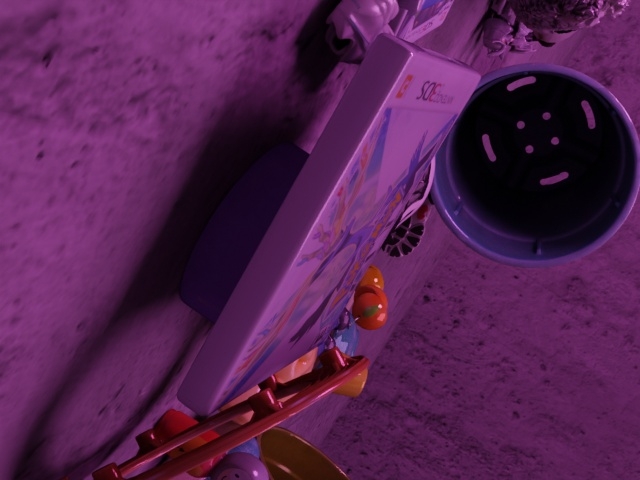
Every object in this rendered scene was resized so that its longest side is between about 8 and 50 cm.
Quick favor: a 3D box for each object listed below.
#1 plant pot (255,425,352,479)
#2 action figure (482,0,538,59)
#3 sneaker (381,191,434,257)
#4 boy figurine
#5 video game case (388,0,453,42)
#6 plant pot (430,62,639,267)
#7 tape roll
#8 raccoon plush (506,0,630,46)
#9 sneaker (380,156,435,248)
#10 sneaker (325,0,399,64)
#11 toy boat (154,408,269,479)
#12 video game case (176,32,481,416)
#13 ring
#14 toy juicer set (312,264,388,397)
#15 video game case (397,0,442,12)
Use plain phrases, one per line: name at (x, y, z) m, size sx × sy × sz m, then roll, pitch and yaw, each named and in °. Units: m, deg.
plant pot at (-0.101, 0.604, 1.845) m, size 0.353 × 0.366 × 0.366 m, roll -47°, pitch 170°, yaw 9°
action figure at (0.332, -0.371, 1.464) m, size 0.285 × 0.099 × 0.185 m, roll -48°, pitch 176°, yaw -18°
sneaker at (0.171, -0.044, 1.786) m, size 0.170 × 0.068 × 0.071 m, roll -58°, pitch 175°, yaw 8°
boy figurine at (-0.059, 0.179, 1.365) m, size 0.285 × 0.092 × 0.177 m, roll -39°, pitch 160°, yaw -54°
video game case at (0.127, -0.286, 1.009) m, size 0.173 × 0.022 × 0.190 m, roll -42°, pitch 162°, yaw -52°
plant pot at (0.382, -0.163, 1.742) m, size 0.341 × 0.341 × 0.334 m, roll -61°, pitch 176°, yaw 22°
tape roll at (-0.047, 0.005, 0.948) m, size 0.189 × 0.080 × 0.189 m, roll -52°, pitch 168°, yaw -16°
raccoon plush at (0.335, -0.462, 1.200) m, size 0.299 × 0.216 × 0.446 m, roll -26°, pitch 121°, yaw -43°
sneaker at (0.082, -0.041, 1.365) m, size 0.217 × 0.079 × 0.121 m, roll -59°, pitch 170°, yaw 21°
sneaker at (0.033, -0.180, 0.861) m, size 0.061 × 0.053 × 0.152 m, roll -40°, pitch 165°, yaw -3°
toy boat at (-0.151, 0.326, 1.237) m, size 0.267 × 0.148 × 0.318 m, roll -49°, pitch 167°, yaw -34°
video game case at (0.022, -0.019, 0.870) m, size 0.329 × 0.036 × 0.300 m, roll -60°, pitch 167°, yaw 15°
ring at (-0.111, 0.174, 0.914) m, size 0.337 × 0.032 × 0.336 m, roll -26°, pitch 177°, yaw -1°
toy juicer set at (0.025, 0.129, 1.633) m, size 0.329 × 0.089 × 0.209 m, roll -162°, pitch -86°, yaw -79°
video game case at (0.142, -0.320, 0.874) m, size 0.193 × 0.023 × 0.212 m, roll -39°, pitch 150°, yaw -55°
